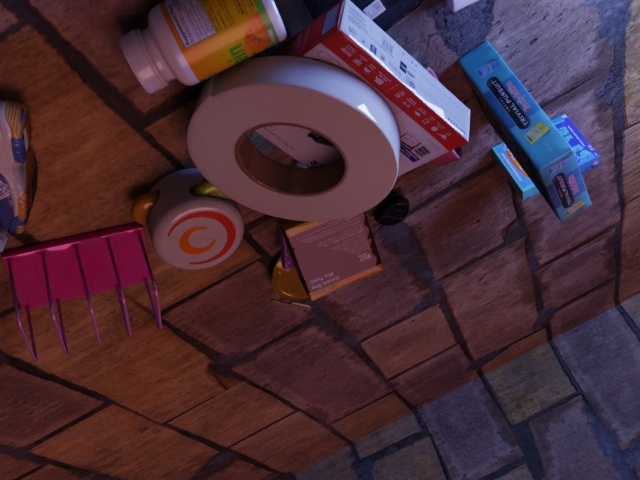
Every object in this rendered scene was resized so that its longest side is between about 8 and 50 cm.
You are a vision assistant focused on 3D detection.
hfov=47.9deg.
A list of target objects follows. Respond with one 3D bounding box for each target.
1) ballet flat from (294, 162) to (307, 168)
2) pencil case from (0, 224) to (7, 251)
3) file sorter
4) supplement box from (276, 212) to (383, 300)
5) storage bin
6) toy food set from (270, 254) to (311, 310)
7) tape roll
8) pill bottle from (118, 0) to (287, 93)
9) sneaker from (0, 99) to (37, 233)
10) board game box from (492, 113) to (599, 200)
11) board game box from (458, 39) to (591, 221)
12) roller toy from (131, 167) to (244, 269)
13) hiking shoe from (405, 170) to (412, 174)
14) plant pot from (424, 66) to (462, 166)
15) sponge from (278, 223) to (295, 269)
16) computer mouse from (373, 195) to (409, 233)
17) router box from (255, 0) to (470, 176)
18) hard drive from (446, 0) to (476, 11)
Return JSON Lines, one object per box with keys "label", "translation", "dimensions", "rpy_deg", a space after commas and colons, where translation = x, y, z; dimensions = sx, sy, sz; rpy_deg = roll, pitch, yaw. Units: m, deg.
{"label": "ballet flat", "translation": [-0.069, -0.132, 1.589], "dimensions": [0.232, 0.080, 0.073], "rpy_deg": [-12, 130, -22]}
{"label": "pencil case", "translation": [-0.683, -0.047, 1.261], "dimensions": [0.124, 0.114, 0.273], "rpy_deg": [-12, 152, 17]}
{"label": "file sorter", "translation": [-0.502, 0.119, 1.553], "dimensions": [0.290, 0.182, 0.202], "rpy_deg": [-13, 146, -18]}
{"label": "supplement box", "translation": [0.020, 0.002, 1.706], "dimensions": [0.191, 0.129, 0.194], "rpy_deg": [-23, 115, -6]}
{"label": "storage bin", "translation": [0.075, -0.425, 1.260], "dimensions": [0.180, 0.084, 0.122], "rpy_deg": [-33, 146, 14]}
{"label": "toy food set", "translation": [-0.066, 0.091, 1.921], "dimensions": [0.128, 0.071, 0.218], "rpy_deg": [8, 138, -6]}
{"label": "tape roll", "translation": [-0.048, -0.171, 1.313], "dimensions": [0.392, 0.072, 0.392], "rpy_deg": [7, 148, 4]}
{"label": "pill bottle", "translation": [-0.191, -0.335, 1.161], "dimensions": [0.245, 0.136, 0.136], "rpy_deg": [-26, 147, 2]}
{"label": "sneaker", "translation": [-0.571, -0.130, 1.254], "dimensions": [0.131, 0.112, 0.296], "rpy_deg": [4, 137, -13]}
{"label": "board game box", "translation": [0.565, -0.211, 1.816], "dimensions": [0.210, 0.160, 0.047], "rpy_deg": [-26, 147, 1]}
{"label": "board game box", "translation": [0.436, -0.231, 1.540], "dimensions": [0.079, 0.336, 0.254], "rpy_deg": [-33, 146, 12]}
{"label": "roller toy", "translation": [-0.268, -0.047, 1.507], "dimensions": [0.209, 0.146, 0.191], "rpy_deg": [-26, 136, 0]}
{"label": "hiking shoe", "translation": [0.135, -0.177, 1.665], "dimensions": [0.227, 0.114, 0.086], "rpy_deg": [-33, 115, -26]}
{"label": "plant pot", "translation": [0.180, -0.236, 1.514], "dimensions": [0.180, 0.201, 0.201], "rpy_deg": [-20, 150, 21]}
{"label": "sponge", "translation": [0.000, 0.000, 1.804], "dimensions": [0.210, 0.031, 0.117], "rpy_deg": [-10, 109, -22]}
{"label": "computer mouse", "translation": [0.156, -0.044, 1.902], "dimensions": [0.071, 0.041, 0.242], "rpy_deg": [9, 142, -29]}
{"label": "router box", "translation": [0.054, -0.239, 1.321], "dimensions": [0.335, 0.082, 0.301], "rpy_deg": [32, 141, -31]}
{"label": "hard drive", "translation": [0.367, -0.566, 1.294], "dimensions": [0.318, 0.040, 0.210], "rpy_deg": [-26, 147, 0]}
